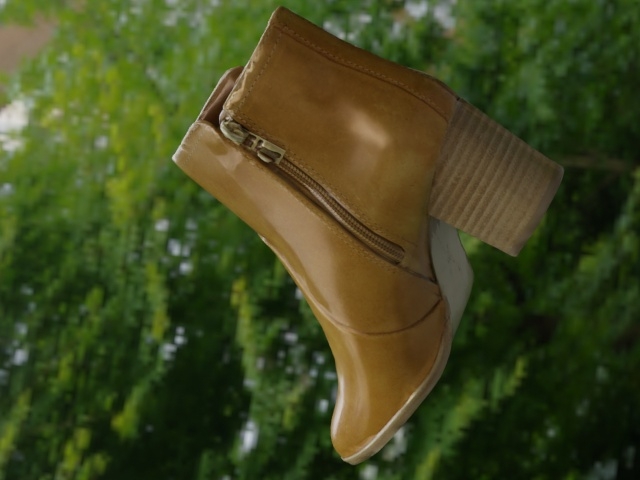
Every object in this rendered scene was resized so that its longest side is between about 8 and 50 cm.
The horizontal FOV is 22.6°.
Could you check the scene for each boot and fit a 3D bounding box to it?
[{"bbox_3d":[0.000,0.000,1.005,0.295,0.211,0.104,-62,1,40],"label":"boot"}]
